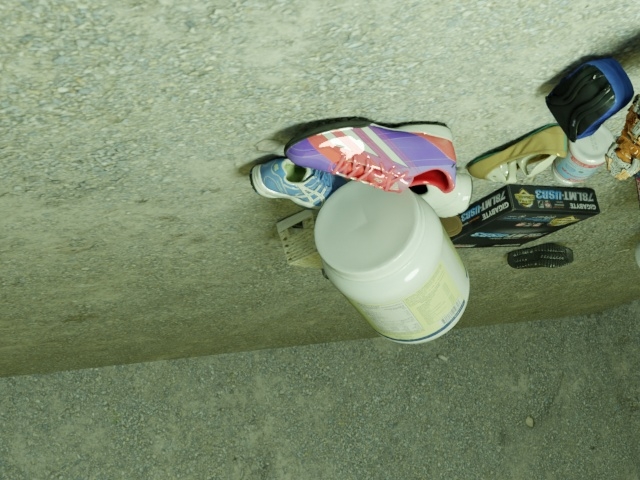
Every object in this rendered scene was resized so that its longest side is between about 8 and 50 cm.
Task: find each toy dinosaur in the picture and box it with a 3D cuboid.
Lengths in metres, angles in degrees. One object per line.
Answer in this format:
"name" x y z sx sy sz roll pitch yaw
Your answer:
"toy dinosaur" 0.552 -0.224 1.216 0.218 0.164 0.322 -16 164 -48

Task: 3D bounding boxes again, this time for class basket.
"basket" 0.000 0.000 1.858 0.113 0.103 0.167 -23 159 36

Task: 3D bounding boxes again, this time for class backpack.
"backpack" 0.436 -0.234 1.318 0.101 0.098 0.120 -26 165 -31

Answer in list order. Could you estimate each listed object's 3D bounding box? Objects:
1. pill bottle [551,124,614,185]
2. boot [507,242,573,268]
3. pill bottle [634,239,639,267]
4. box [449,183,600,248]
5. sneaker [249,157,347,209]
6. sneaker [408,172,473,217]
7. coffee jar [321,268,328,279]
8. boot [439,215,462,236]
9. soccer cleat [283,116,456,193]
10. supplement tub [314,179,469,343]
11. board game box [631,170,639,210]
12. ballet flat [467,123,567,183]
"pill bottle" 0.507 -0.164 1.622 0.087 0.087 0.160 -9 165 -3
"boot" 0.689 0.055 2.596 0.198 0.077 0.137 0 172 15
"pill bottle" 1.075 0.003 2.414 0.188 0.188 0.334 -6 164 -16
"box" 0.480 -0.052 2.052 0.295 0.073 0.293 0 161 -32
"sneaker" -0.024 -0.105 1.504 0.211 0.080 0.081 2 164 -42
"sneaker" 0.170 -0.083 1.722 0.129 0.111 0.297 22 144 -36
"coffee jar" 0.088 0.054 2.127 0.184 0.096 0.079 5 162 -42
"boot" 0.236 -0.023 2.001 0.197 0.073 0.152 2 164 3
"soccer cleat" 0.094 -0.135 1.402 0.318 0.116 0.108 -3 163 -26
"supplement tub" 0.140 0.041 1.591 0.235 0.235 0.325 -15 148 17
"board game box" 0.698 -0.145 1.709 0.060 0.194 0.194 -7 179 -7
"ballet flat" 0.380 -0.151 1.615 0.080 0.073 0.232 2 161 -36
